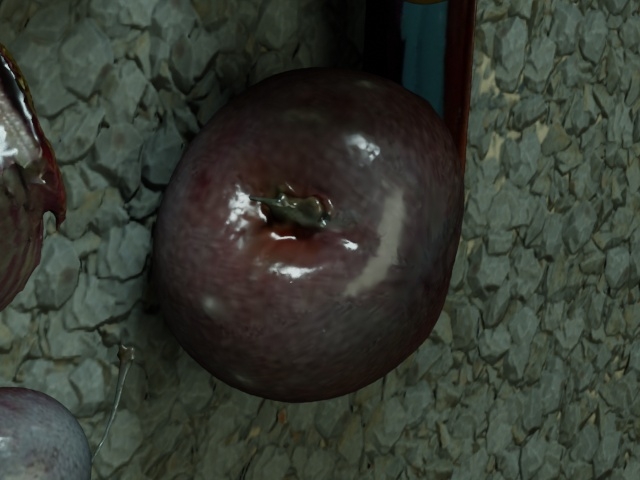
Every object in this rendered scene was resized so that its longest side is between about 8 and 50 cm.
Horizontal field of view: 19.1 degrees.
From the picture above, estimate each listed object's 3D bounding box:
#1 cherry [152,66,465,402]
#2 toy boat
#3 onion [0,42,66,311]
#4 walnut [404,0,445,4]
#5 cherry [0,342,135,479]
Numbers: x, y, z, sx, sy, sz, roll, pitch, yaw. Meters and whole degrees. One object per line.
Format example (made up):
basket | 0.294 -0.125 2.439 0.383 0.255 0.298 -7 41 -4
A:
cherry | 0.000 0.000 1.456 0.261 0.221 0.307 -59 151 -5
toy boat | 0.080 -0.124 1.557 0.079 0.136 0.392 -9 128 -12
onion | -0.285 -0.054 1.108 0.272 0.230 0.256 -2 77 -6
walnut | 0.086 -0.314 1.271 0.209 0.209 0.336 40 77 -47
cherry | -0.219 0.135 1.345 0.148 0.115 0.188 21 77 -11
